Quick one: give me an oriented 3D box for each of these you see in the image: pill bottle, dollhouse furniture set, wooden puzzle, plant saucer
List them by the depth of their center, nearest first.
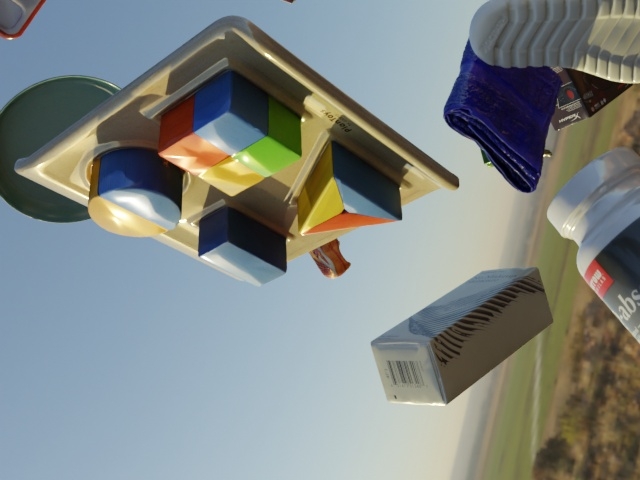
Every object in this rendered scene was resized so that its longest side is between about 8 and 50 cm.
[{"bbox_3d":[-0.084,-0.050,0.919,0.322,0.347,0.081,29,-129,-41],"label":"wooden puzzle"},{"bbox_3d":[0.527,0.043,1.392,0.210,0.363,0.210,-29,-25,-15],"label":"pill bottle"},{"bbox_3d":[0.360,-0.176,1.720,0.151,0.076,0.059,-7,-96,-39],"label":"dollhouse furniture set"},{"bbox_3d":[-0.486,-0.179,1.766,0.044,0.317,0.318,-127,34,-47],"label":"plant saucer"}]

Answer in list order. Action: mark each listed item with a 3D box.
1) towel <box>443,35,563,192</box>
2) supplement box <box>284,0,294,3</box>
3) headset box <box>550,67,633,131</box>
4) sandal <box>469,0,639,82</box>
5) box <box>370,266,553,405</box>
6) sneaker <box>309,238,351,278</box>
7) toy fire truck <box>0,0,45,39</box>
[{"bbox_3d":[0.345,-0.259,1.662,0.076,0.227,0.308,-31,27,42],"label":"towel"},{"bbox_3d":[-0.057,-0.480,1.552,0.188,0.104,0.081,-58,-14,-55],"label":"supplement box"},{"bbox_3d":[0.575,-0.437,2.130,0.218,0.110,0.293,-33,-83,-37],"label":"headset box"},{"bbox_3d":[0.455,-0.374,1.568,0.102,0.416,0.169,-102,20,-51],"label":"sandal"},{"bbox_3d":[0.203,0.128,1.272,0.275,0.113,0.094,-27,-76,-43],"label":"box"},{"bbox_3d":[0.000,0.000,1.969,0.067,0.175,0.064,-30,-1,-34],"label":"sneaker"},{"bbox_3d":[-0.401,-0.433,1.128,0.302,0.254,0.169,-46,27,17],"label":"toy fire truck"}]
